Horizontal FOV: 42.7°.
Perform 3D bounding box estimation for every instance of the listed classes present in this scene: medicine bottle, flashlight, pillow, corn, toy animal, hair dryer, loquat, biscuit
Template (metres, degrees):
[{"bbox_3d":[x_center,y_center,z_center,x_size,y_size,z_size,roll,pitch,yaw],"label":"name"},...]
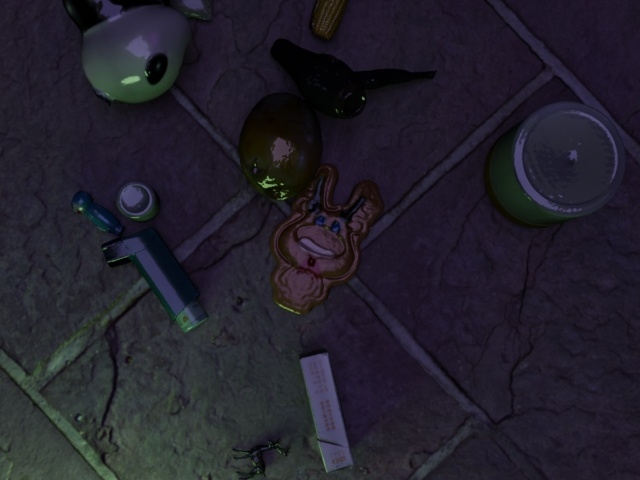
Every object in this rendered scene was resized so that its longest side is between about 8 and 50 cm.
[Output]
[{"bbox_3d":[-0.379,-0.079,1.725,0.080,0.130,0.080,0,86,-4],"label":"medicine bottle"},{"bbox_3d":[-0.477,-0.058,1.762,0.129,0.051,0.051,35,85,-3],"label":"flashlight"},{"bbox_3d":[-0.291,-0.604,1.812,0.148,0.050,0.230,11,85,5],"label":"pillow"},{"bbox_3d":[0.030,-0.541,1.810,0.072,0.072,0.203,18,86,-1],"label":"corn"},{"bbox_3d":[-0.405,-0.441,1.699,0.250,0.251,0.310,-16,79,-4],"label":"toy animal"},{"bbox_3d":[0.090,-0.361,1.774,0.359,0.304,0.120,-9,124,-30],"label":"hair dryer"},{"bbox_3d":[-0.085,-0.201,1.724,0.179,0.179,0.228,2,72,-2],"label":"loquat"},{"bbox_3d":[-0.347,0.084,1.740,0.124,0.079,0.258,-37,89,-8],"label":"medicine bottle"},{"bbox_3d":[0.000,0.000,1.778,0.202,0.047,0.334,26,86,0],"label":"biscuit"},{"bbox_3d":[0.485,-0.152,1.716,0.237,0.232,0.238,0,86,-3],"label":"medicine bottle"}]

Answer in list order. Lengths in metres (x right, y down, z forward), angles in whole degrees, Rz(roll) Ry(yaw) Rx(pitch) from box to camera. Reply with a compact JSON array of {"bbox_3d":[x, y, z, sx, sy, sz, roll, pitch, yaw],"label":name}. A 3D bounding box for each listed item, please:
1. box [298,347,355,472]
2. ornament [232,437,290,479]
[{"bbox_3d":[0.012,0.347,1.701,0.067,0.149,0.233,-14,86,0],"label":"box"},{"bbox_3d":[-0.122,0.465,1.747,0.125,0.028,0.074,-15,86,-2],"label":"ornament"}]
